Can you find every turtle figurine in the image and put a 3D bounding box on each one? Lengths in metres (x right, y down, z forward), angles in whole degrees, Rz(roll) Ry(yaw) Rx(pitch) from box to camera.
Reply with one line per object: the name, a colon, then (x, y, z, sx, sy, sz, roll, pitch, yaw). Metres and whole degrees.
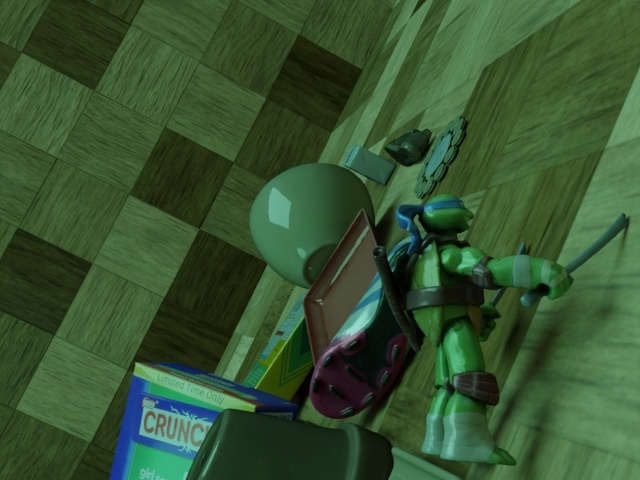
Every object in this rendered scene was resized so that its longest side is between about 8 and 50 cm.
turtle figurine: (0.191, 0.091, 0.818, 0.198, 0.275, 0.266, -9, 72, 52)

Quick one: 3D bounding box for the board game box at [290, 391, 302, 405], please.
board game box: (-0.121, 0.457, 1.758, 0.281, 0.027, 0.145, -64, 7, -5)

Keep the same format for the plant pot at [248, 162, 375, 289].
plant pot: (0.000, 0.000, 1.734, 0.284, 0.284, 0.191, -59, 30, 26)

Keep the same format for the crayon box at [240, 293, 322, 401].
crayon box: (-0.081, 0.270, 1.765, 0.323, 0.083, 0.203, -55, 7, -11)

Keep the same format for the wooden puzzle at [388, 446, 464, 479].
wooden puzzle: (0.085, 0.355, 0.854, 0.221, 0.044, 0.238, 157, 135, -76)

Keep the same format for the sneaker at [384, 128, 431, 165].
sneaker: (0.204, -0.215, 1.810, 0.071, 0.066, 0.188, -47, 13, -4)

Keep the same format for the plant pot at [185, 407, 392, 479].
plant pot: (-0.062, 0.344, 1.103, 0.263, 0.229, 0.263, -61, 8, 15)

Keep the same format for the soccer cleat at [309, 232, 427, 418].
soccer cleat: (0.101, 0.134, 1.243, 0.331, 0.116, 0.143, -58, -6, 16)

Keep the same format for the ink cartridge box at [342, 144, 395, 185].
ink cartridge box: (0.119, -0.195, 2.045, 0.061, 0.104, 0.181, -62, 8, 5)

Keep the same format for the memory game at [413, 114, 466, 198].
memory game: (0.237, -0.165, 1.586, 0.186, 0.012, 0.186, -61, 9, 16)

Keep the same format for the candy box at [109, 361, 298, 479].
candy box: (-0.206, 0.383, 1.300, 0.122, 0.268, 0.317, 18, -96, -56)

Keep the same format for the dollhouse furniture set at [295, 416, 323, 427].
dollhouse furniture set: (-0.145, 0.450, 1.366, 0.303, 0.198, 0.286, -68, 10, -25)

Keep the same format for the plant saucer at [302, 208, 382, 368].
plant saucer: (0.058, 0.107, 1.541, 0.259, 0.048, 0.258, -59, 24, 26)
